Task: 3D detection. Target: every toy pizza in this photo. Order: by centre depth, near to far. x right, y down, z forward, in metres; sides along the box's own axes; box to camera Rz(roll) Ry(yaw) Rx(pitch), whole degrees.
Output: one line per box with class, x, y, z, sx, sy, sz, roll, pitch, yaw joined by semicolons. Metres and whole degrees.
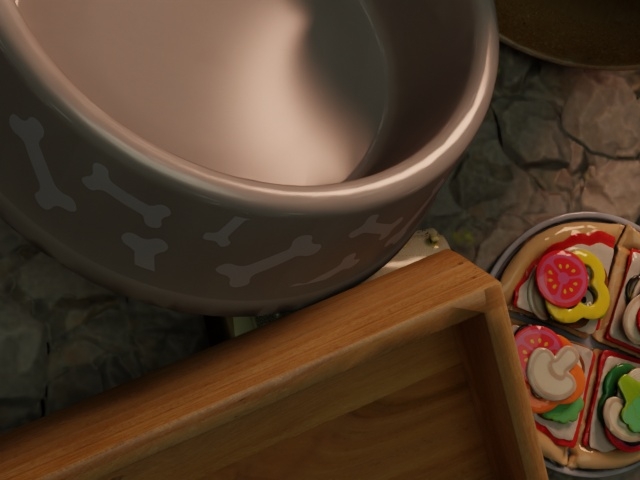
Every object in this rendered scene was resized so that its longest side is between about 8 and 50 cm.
toy pizza;0.210;0.077;0.664;0.201;0.032;0.201;2;85;-17

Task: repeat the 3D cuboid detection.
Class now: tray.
tray;-0.074;0.176;0.496;0.411;0.076;0.202;-21;111;-10

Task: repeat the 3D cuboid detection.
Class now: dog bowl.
dog bowl;-0.050;-0.137;0.516;0.349;0.102;0.348;10;64;-22

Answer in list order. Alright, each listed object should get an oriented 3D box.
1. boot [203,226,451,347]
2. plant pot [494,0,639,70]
boot;0.000;0.000;0.586;0.165;0.077;0.213;-9;81;-21
plant pot;0.217;-0.292;0.619;0.237;0.237;0.254;32;62;-12
